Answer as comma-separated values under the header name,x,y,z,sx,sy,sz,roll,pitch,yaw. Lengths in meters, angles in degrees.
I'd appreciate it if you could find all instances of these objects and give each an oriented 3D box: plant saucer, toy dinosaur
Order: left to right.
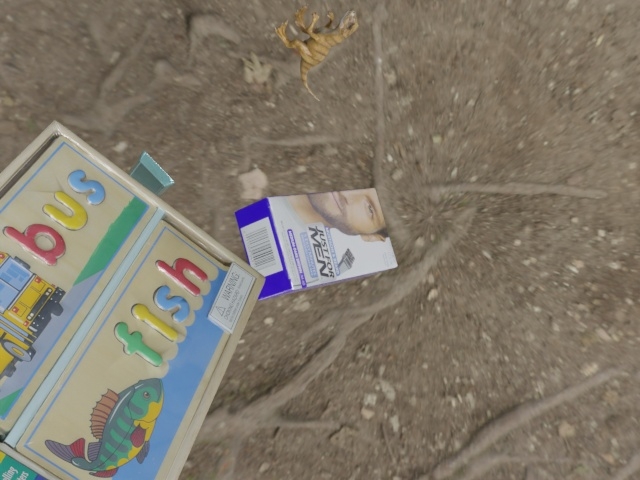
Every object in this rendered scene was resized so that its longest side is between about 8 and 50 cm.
name,x,y,z,sx,sy,sz,roll,pitch,yaw
plant saucer,-0.276,-0.095,1.279,0.067,0.192,0.018,46,70,-10
toy dinosaur,-0.017,-0.293,1.245,0.064,0.211,0.112,-40,91,-29

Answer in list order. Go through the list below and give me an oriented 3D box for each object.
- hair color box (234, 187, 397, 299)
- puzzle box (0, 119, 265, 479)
name,x,y,z,sx,sy,sz,roll,pitch,yaw
hair color box,0.000,0.000,1.643,0.110,0.339,0.185,-20,83,39
puzzle box,-0.219,0.093,0.678,0.272,0.409,0.052,37,129,-15
